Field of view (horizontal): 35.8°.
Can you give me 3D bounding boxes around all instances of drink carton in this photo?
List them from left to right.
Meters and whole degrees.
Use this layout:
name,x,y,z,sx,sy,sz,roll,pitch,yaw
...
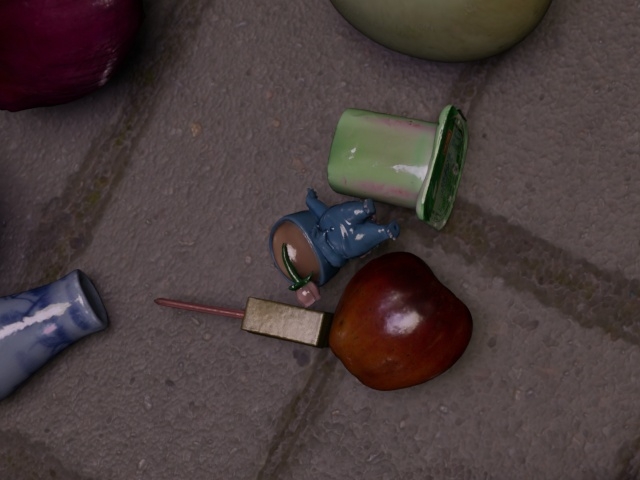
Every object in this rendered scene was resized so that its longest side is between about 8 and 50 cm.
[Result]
name,x,y,z,sx,sy,sz,roll,pitch,yaw
drink carton,0.094,-0.099,1.234,0.142,0.144,0.146,12,86,21

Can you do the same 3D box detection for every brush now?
name,x,y,z,sx,sy,sz,roll,pitch,yaw
brush,-0.101,0.092,1.262,0.233,0.103,0.047,10,85,13

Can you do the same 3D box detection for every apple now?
name,x,y,z,sx,sy,sz,roll,pitch,yaw
apple,0.093,0.104,1.205,0.158,0.147,0.156,-43,100,5

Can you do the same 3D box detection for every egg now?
name,x,y,z,sx,sy,sz,roll,pitch,yaw
egg,0.140,-0.325,1.204,0.295,0.218,0.219,1,84,23

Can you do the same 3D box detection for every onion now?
name,x,y,z,sx,sy,sz,roll,pitch,yaw
onion,-0.336,-0.359,1.274,0.385,0.348,0.348,-36,77,-30

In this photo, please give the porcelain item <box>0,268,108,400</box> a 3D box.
name,x,y,z,sx,sy,sz,roll,pitch,yaw
porcelain item,-0.414,0.132,1.304,0.259,0.141,0.141,-25,80,-3

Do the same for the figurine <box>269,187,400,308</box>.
name,x,y,z,sx,sy,sz,roll,pitch,yaw
figurine,0.001,0.005,1.215,0.178,0.144,0.114,-22,107,37
